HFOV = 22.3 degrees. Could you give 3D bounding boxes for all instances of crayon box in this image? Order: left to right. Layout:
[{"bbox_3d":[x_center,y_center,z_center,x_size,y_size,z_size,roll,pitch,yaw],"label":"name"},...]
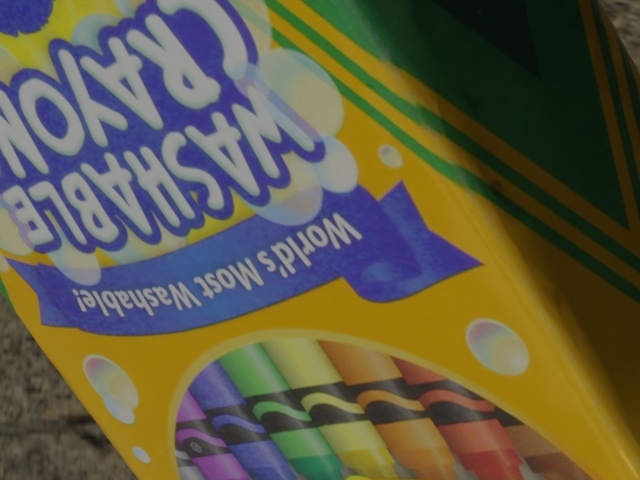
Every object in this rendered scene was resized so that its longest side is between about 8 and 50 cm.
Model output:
[{"bbox_3d":[0.000,0.000,0.461,0.083,0.203,0.323,-47,110,-37],"label":"crayon box"}]
